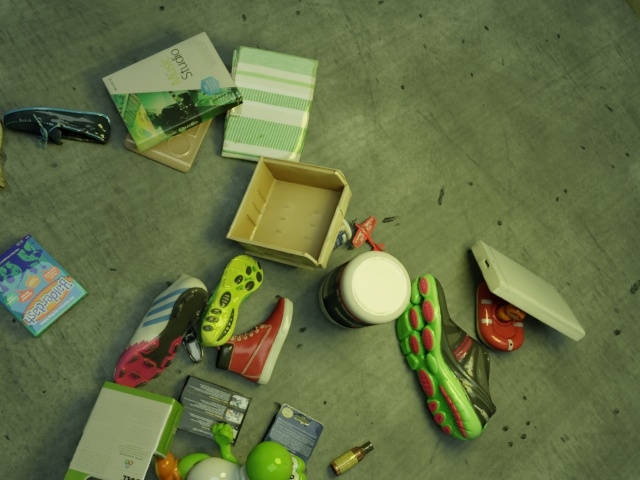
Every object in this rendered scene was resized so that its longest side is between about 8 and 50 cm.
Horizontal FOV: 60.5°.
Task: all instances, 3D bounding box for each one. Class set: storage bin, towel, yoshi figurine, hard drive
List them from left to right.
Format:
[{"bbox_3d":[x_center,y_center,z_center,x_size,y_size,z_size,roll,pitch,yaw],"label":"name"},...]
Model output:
[{"bbox_3d":[-0.216,0.554,1.314,0.363,0.203,0.203,-5,86,-6],"label":"yoshi figurine"},{"bbox_3d":[-0.153,-0.389,1.618,0.248,0.038,0.324,8,95,-10],"label":"towel"},{"bbox_3d":[-0.079,-0.073,1.522,0.261,0.123,0.262,13,70,20],"label":"storage bin"},{"bbox_3d":[0.632,0.150,1.680,0.353,0.047,0.233,29,28,-20],"label":"hard drive"}]

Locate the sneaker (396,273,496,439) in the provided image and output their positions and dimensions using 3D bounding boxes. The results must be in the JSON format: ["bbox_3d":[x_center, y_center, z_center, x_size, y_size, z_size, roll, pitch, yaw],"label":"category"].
[{"bbox_3d":[0.374,0.330,1.619,0.202,0.185,0.482,-14,85,-38],"label":"sneaker"}]

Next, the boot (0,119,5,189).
[{"bbox_3d":[-0.937,-0.209,1.370,0.262,0.095,0.203,-5,80,-22],"label":"boot"}]

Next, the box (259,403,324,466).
[{"bbox_3d":[-0.097,0.567,1.468,0.136,0.036,0.225,31,73,-8],"label":"box"}]

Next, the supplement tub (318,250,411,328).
[{"bbox_3d":[0.111,0.143,1.506,0.191,0.272,0.191,4,76,-16],"label":"supplement tub"}]

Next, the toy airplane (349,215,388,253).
[{"bbox_3d":[0.149,-0.008,1.675,0.151,0.028,0.151,18,55,-27],"label":"toy airplane"}]

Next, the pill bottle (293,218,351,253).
[{"bbox_3d":[0.000,0.000,1.601,0.169,0.094,0.094,-35,89,-21],"label":"pill bottle"}]

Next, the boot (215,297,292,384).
[{"bbox_3d":[-0.187,0.248,1.494,0.176,0.088,0.244,24,75,-9],"label":"boot"}]

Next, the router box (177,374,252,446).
[{"bbox_3d":[-0.286,0.444,1.436,0.179,0.046,0.133,23,72,-10],"label":"router box"}]

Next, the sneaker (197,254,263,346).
[{"bbox_3d":[-0.255,0.156,1.480,0.109,0.123,0.295,41,50,-17],"label":"sneaker"}]

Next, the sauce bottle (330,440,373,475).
[{"bbox_3d":[0.089,0.600,1.516,0.128,0.042,0.042,-23,85,-21],"label":"sauce bottle"}]

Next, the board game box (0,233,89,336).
[{"bbox_3d":[-0.722,0.113,1.381,0.210,0.047,0.160,46,69,-3],"label":"board game box"}]

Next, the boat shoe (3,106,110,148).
[{"bbox_3d":[-0.696,-0.298,1.457,0.259,0.109,0.088,-3,82,-15],"label":"boat shoe"}]

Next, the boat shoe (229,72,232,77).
[{"bbox_3d":[-0.216,-0.436,1.655,0.228,0.068,0.081,23,95,-10],"label":"boat shoe"}]

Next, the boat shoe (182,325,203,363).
[{"bbox_3d":[-0.346,0.268,1.463,0.046,0.038,0.125,-18,83,-20],"label":"boat shoe"}]

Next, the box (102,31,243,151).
[{"bbox_3d":[-0.412,-0.419,1.537,0.322,0.058,0.232,-29,78,-7],"label":"box"}]

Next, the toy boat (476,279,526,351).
[{"bbox_3d":[0.575,0.225,1.693,0.151,0.151,0.231,7,75,-15],"label":"toy boat"}]

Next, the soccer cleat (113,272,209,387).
[{"bbox_3d":[-0.415,0.231,1.426,0.331,0.143,0.116,-50,129,-2],"label":"soccer cleat"}]

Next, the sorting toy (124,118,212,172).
[{"bbox_3d":[-0.433,-0.321,1.581,0.193,0.038,0.208,22,76,-11],"label":"sorting toy"}]

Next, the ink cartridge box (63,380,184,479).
[{"bbox_3d":[-0.462,0.485,1.293,0.189,0.097,0.255,11,63,9],"label":"ink cartridge box"}]
